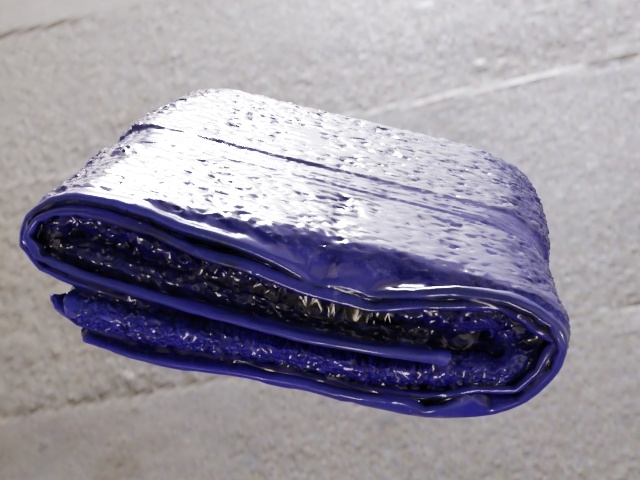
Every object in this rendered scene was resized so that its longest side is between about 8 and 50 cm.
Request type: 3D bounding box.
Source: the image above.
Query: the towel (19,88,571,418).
[{"bbox_3d":[0.000,0.000,0.736,0.227,0.076,0.308,14,16,3],"label":"towel"}]
